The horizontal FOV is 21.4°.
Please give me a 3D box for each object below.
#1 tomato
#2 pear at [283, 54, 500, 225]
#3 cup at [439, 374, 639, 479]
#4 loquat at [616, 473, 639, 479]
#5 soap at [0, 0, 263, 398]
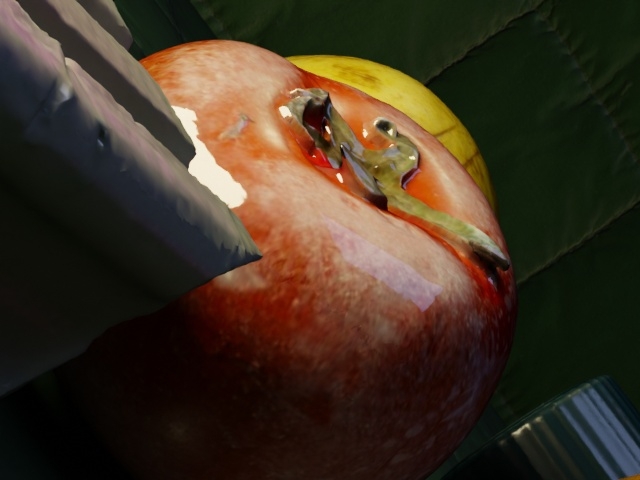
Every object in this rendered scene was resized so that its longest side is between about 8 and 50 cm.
[{"bbox_3d":[-0.031,0.032,0.911,0.270,0.227,0.270,32,25,-16],"label":"tomato"},{"bbox_3d":[0.000,0.000,1.225,0.281,0.280,0.281,54,6,-8],"label":"pear"},{"bbox_3d":[0.274,0.310,1.668,0.292,0.242,0.308,56,6,13],"label":"cup"},{"bbox_3d":[0.276,0.329,1.266,0.328,0.328,0.328,54,6,-8],"label":"loquat"},{"bbox_3d":[-0.182,-0.088,0.672,0.258,0.159,0.302,62,6,29],"label":"soap"}]
